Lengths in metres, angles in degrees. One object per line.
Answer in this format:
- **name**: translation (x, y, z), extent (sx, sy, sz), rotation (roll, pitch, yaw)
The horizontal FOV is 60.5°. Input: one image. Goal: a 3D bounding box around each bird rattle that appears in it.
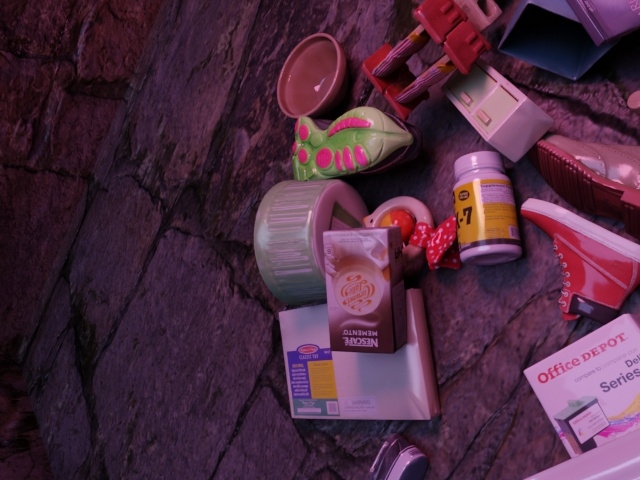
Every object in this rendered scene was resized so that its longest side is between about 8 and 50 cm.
- **bird rattle**: translation (0.182, -0.007, 1.208), extent (0.253, 0.143, 0.207), rotation (-34, 57, 31)

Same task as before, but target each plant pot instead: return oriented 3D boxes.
- **plant pot**: translation (0.463, -0.457, 1.001), extent (0.165, 0.165, 0.234), rotation (22, 82, 3)
- **plant pot**: translation (-0.002, -0.432, 1.508), extent (0.237, 0.109, 0.237), rotation (-14, 70, 40)

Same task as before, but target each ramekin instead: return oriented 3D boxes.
- **ramekin**: translation (0.000, 0.000, 1.277), extent (0.148, 0.303, 0.304), rotation (-5, 76, 35)

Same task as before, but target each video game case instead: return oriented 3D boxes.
- **video game case**: translation (0.527, -0.454, 0.911), extent (0.274, 0.026, 0.196), rotation (-25, 78, -9)

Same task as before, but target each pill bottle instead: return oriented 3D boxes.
- **pill bottle**: translation (0.328, -0.063, 1.095), extent (0.119, 0.119, 0.209), rotation (-17, 68, 40)

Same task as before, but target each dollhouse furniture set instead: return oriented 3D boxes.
- **dollhouse furniture set**: translation (0.279, -0.445, 1.168), extent (0.374, 0.152, 0.201), rotation (-47, 9, -31)

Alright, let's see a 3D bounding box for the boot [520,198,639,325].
- **boot**: translation (0.438, 0.041, 0.989), extent (0.244, 0.088, 0.176), rotation (38, 108, 38)

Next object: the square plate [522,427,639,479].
- **square plate**: translation (0.488, 0.409, 0.734), extent (0.344, 0.049, 0.347), rotation (47, 119, -3)

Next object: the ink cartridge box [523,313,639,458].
- **ink cartridge box**: translation (0.486, 0.282, 0.857), extent (0.201, 0.117, 0.278), rotation (-42, 55, 29)

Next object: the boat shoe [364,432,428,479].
- **boat shoe**: translation (0.111, 0.555, 1.156), extent (0.105, 0.113, 0.306), rotation (29, 97, 50)

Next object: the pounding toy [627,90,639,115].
- **pounding toy**: translation (0.608, -0.267, 0.882), extent (0.206, 0.094, 0.181), rotation (-39, 46, 31)

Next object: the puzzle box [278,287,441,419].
- **puzzle box**: translation (0.072, 0.273, 1.277), extent (0.408, 0.052, 0.272), rotation (-15, 79, 41)

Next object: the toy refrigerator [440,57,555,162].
- **toy refrigerator**: translation (0.338, -0.274, 1.089), extent (0.102, 0.094, 0.269), rotation (-49, 29, 24)

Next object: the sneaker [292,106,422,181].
- **sneaker**: translation (0.069, -0.218, 1.351), extent (0.483, 0.202, 0.185), rotation (19, 104, 62)

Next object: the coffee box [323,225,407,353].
- **coffee box**: translation (0.093, 0.098, 1.122), extent (0.141, 0.098, 0.247), rotation (-3, 94, 24)

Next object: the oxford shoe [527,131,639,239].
- **oxford shoe**: translation (0.513, -0.115, 0.959), extent (0.130, 0.123, 0.348), rotation (-40, 49, -3)
